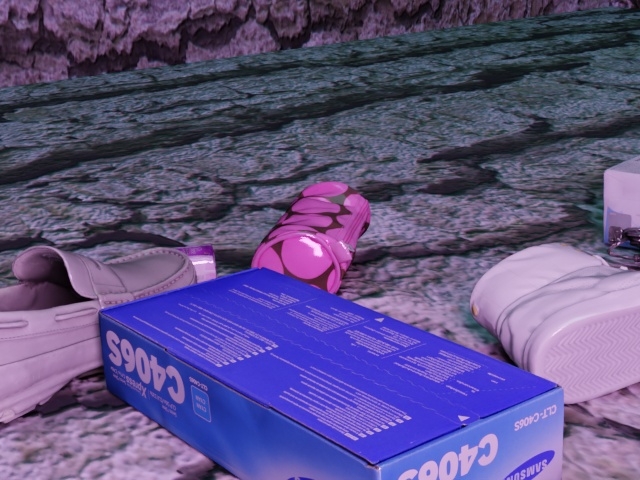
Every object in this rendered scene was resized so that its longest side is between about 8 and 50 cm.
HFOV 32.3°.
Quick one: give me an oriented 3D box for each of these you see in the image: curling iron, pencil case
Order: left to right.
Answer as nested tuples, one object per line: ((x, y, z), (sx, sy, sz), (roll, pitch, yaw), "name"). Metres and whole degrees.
((0.000, 0.000, 1.134), (0.098, 0.095, 0.209), (-34, 11, 18), "pencil case")
((0.327, 0.002, 1.037), (0.068, 0.035, 0.274), (8, -2, 2), "curling iron")

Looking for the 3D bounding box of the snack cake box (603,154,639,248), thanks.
((0.450, -0.057, 1.258), (0.152, 0.089, 0.264), (11, 21, 40), "snack cake box")

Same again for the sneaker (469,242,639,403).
((0.275, 0.041, 0.940), (0.293, 0.108, 0.169), (-9, 22, -16), "sneaker")

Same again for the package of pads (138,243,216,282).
((-0.151, 0.027, 1.161), (0.083, 0.031, 0.050), (-5, 20, -7), "package of pads")

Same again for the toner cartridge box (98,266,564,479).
((-0.009, 0.109, 0.814), (0.165, 0.075, 0.348), (-16, 22, -34), "toner cartridge box")

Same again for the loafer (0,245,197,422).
((-0.215, 0.055, 0.946), (0.112, 0.111, 0.319), (7, 20, 27), "loafer")
